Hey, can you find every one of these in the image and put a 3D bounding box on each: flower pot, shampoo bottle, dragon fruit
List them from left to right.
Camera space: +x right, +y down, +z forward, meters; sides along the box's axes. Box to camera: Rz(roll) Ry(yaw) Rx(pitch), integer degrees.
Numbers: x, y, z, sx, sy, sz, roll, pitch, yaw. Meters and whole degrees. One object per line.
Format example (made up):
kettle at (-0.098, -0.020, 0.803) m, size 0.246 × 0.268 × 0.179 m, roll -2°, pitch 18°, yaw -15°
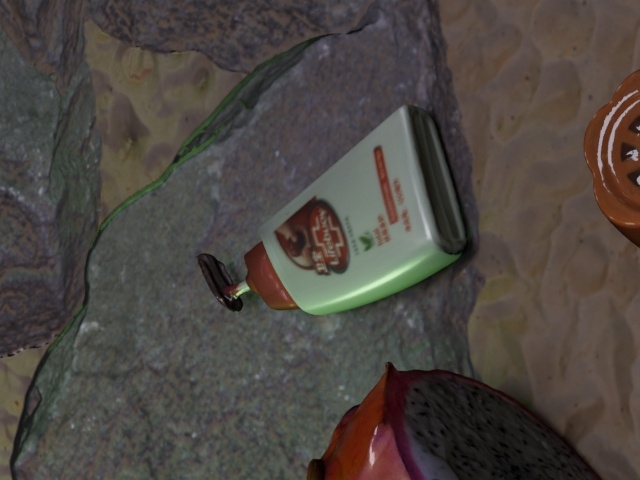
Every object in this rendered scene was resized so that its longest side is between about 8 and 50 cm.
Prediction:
shampoo bottle at (0.000, 0.000, 1.520) m, size 0.284 × 0.071 × 0.153 m, roll -27°, pitch 69°, yaw 30°
dragon fruit at (0.102, 0.250, 1.300) m, size 0.291 × 0.290 × 0.189 m, roll 49°, pitch 113°, yaw 29°
flower pot at (0.297, -0.060, 1.251) m, size 0.190 × 0.173 × 0.191 m, roll -5°, pitch 82°, yaw 38°
